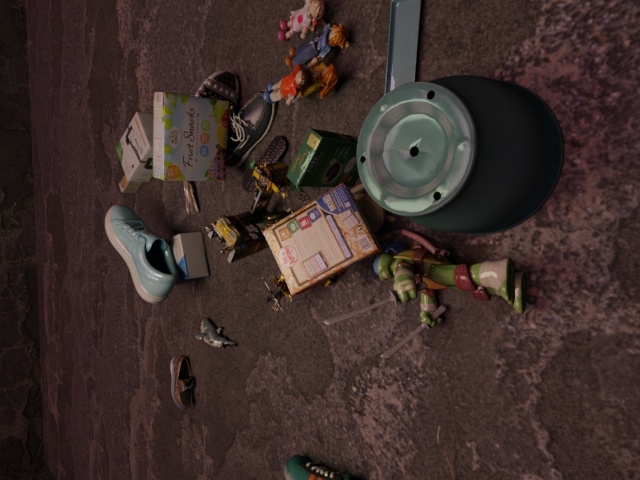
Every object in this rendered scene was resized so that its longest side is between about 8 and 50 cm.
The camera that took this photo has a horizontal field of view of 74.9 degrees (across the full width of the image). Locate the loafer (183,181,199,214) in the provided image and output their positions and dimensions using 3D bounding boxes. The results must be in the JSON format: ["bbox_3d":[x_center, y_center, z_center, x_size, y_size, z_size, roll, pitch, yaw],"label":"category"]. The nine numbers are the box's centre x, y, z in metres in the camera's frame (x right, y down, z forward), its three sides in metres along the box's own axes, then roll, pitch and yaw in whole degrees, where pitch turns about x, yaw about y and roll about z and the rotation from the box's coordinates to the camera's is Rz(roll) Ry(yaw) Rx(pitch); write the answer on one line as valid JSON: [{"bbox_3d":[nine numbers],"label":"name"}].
[{"bbox_3d":[-0.417,-0.145,1.349,0.045,0.039,0.125,158,105,-74],"label":"loafer"}]

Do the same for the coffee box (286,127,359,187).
[{"bbox_3d":[0.025,-0.164,0.854,0.040,0.184,0.113,46,123,27],"label":"coffee box"}]

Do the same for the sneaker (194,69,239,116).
[{"bbox_3d":[-0.329,-0.341,1.171,0.291,0.110,0.118,-60,32,3],"label":"sneaker"}]

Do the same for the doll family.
[{"bbox_3d":[-0.015,-0.407,0.929,0.163,0.119,0.262,-1,76,48],"label":"doll family"}]

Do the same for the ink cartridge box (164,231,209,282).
[{"bbox_3d":[-0.467,0.066,1.378,0.203,0.086,0.148,-17,83,41],"label":"ink cartridge box"}]

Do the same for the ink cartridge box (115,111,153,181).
[{"bbox_3d":[-0.622,-0.325,1.467,0.208,0.087,0.152,-37,72,37],"label":"ink cartridge box"}]

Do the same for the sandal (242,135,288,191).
[{"bbox_3d":[-0.139,-0.194,1.099,0.179,0.040,0.067,-47,70,18],"label":"sandal"}]

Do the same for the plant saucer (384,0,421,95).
[{"bbox_3d":[0.163,-0.376,0.820,0.067,0.018,0.191,11,103,40],"label":"plant saucer"}]

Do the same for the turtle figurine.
[{"bbox_3d":[0.202,0.113,0.732,0.267,0.274,0.197,-3,127,37],"label":"turtle figurine"}]

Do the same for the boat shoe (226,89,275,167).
[{"bbox_3d":[-0.211,-0.295,1.115,0.254,0.079,0.095,-41,70,37],"label":"boat shoe"}]

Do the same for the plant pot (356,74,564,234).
[{"bbox_3d":[0.201,-0.136,0.658,0.272,0.255,0.271,5,98,41],"label":"plant pot"}]

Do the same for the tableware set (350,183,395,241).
[{"bbox_3d":[0.070,-0.048,0.928,0.194,0.039,0.128,-20,93,46],"label":"tableware set"}]

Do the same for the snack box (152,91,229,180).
[{"bbox_3d":[-0.326,-0.256,1.054,0.070,0.175,0.206,18,107,44],"label":"snack box"}]

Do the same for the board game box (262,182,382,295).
[{"bbox_3d":[0.000,0.000,0.821,0.194,0.045,0.146,-29,77,15],"label":"board game box"}]

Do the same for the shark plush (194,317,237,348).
[{"bbox_3d":[-0.329,0.297,1.310,0.161,0.073,0.067,12,73,45],"label":"shark plush"}]

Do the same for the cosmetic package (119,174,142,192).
[{"bbox_3d":[-0.705,-0.227,1.570,0.115,0.060,0.041,-36,72,36],"label":"cosmetic package"}]

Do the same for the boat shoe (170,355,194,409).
[{"bbox_3d":[-0.478,0.495,1.453,0.066,0.066,0.183,-21,81,39],"label":"boat shoe"}]

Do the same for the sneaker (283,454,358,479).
[{"bbox_3d":[0.033,0.599,1.006,0.302,0.108,0.120,22,84,46],"label":"sneaker"}]

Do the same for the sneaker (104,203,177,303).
[{"bbox_3d":[-0.543,0.008,1.310,0.150,0.135,0.365,-43,74,27],"label":"sneaker"}]

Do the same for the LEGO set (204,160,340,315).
[{"bbox_3d":[-0.117,-0.009,0.956,0.331,0.192,0.255,54,136,12],"label":"LEGO set"}]
